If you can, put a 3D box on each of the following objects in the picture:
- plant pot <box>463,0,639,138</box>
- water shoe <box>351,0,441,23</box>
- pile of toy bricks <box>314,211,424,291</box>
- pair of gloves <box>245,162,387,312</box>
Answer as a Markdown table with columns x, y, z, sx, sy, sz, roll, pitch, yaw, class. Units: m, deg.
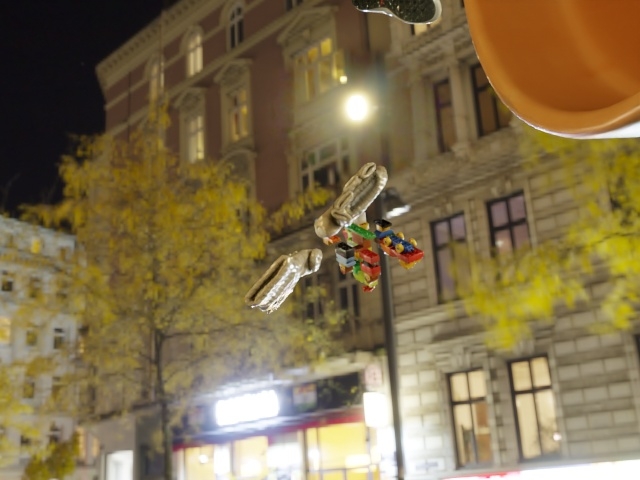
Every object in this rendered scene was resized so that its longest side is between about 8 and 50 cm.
| x | y | z | sx | sy | sz | roll | pitch | yaw | class |
| --- | --- | --- | --- | --- | --- | --- | --- | --- | --- |
| 0.200 | -0.185 | 0.330 | 0.203 | 0.291 | 0.291 | 0 | -19 | -12 | plant pot |
| 0.153 | -0.454 | 1.541 | 0.203 | 0.073 | 0.080 | 25 | 29 | 35 | water shoe |
| 0.070 | 0.030 | 1.331 | 0.118 | 0.105 | 0.212 | -21 | 29 | -25 | pile of toy bricks |
| 0.000 | 0.000 | 1.040 | 0.042 | 0.240 | 0.204 | 41 | -6 | 2 | pair of gloves |
